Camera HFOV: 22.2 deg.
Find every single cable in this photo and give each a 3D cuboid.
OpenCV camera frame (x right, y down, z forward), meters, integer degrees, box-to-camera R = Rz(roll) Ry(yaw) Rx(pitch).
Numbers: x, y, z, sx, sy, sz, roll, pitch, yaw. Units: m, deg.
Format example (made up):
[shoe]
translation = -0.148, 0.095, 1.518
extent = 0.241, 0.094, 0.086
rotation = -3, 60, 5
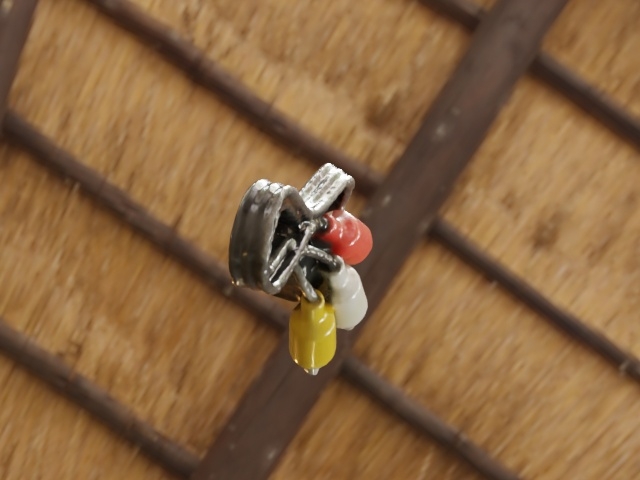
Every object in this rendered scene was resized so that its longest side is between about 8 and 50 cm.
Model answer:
[cable]
translation = 0.000, 0.000, 1.058
extent = 0.072, 0.287, 0.139
rotation = 18, -101, 6
